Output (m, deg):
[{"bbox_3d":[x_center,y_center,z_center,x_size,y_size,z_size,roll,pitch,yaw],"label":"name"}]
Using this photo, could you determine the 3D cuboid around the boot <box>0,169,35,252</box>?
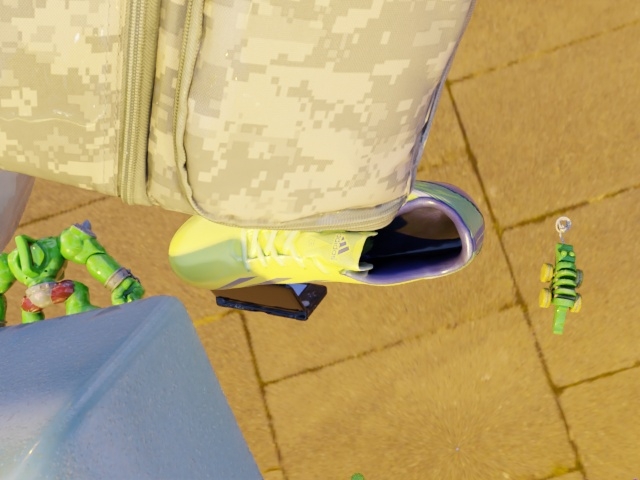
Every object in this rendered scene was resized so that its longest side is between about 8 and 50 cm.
[{"bbox_3d":[-0.385,-0.117,0.905,0.211,0.104,0.295,-3,80,32],"label":"boot"}]

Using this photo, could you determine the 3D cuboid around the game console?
[{"bbox_3d":[-0.066,0.049,1.089,0.122,0.107,0.071,9,120,22],"label":"game console"}]

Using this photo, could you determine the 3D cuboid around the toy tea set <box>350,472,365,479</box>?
[{"bbox_3d":[0.137,0.377,1.252,0.199,0.336,0.124,-13,71,19],"label":"toy tea set"}]

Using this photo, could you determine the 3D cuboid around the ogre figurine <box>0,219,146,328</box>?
[{"bbox_3d":[-0.307,0.052,1.041,0.197,0.097,0.118,-22,83,21],"label":"ogre figurine"}]

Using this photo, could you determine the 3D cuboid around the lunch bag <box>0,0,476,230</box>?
[{"bbox_3d":[-0.034,-0.163,0.502,0.255,0.305,0.213,14,37,-2],"label":"lunch bag"}]

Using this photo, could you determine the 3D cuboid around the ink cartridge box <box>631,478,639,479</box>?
[{"bbox_3d":[0.376,0.402,1.127,0.045,0.206,0.208,30,125,-7],"label":"ink cartridge box"}]

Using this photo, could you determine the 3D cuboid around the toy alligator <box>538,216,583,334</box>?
[{"bbox_3d":[0.353,0.040,1.326,0.056,0.051,0.190,10,67,-1],"label":"toy alligator"}]

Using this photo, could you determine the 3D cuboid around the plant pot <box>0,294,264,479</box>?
[{"bbox_3d":[-0.223,0.227,0.758,0.247,0.252,0.248,-12,110,27],"label":"plant pot"}]

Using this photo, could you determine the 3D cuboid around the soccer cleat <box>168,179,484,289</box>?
[{"bbox_3d":[0.000,-0.001,0.812,0.289,0.121,0.094,-6,108,6],"label":"soccer cleat"}]
